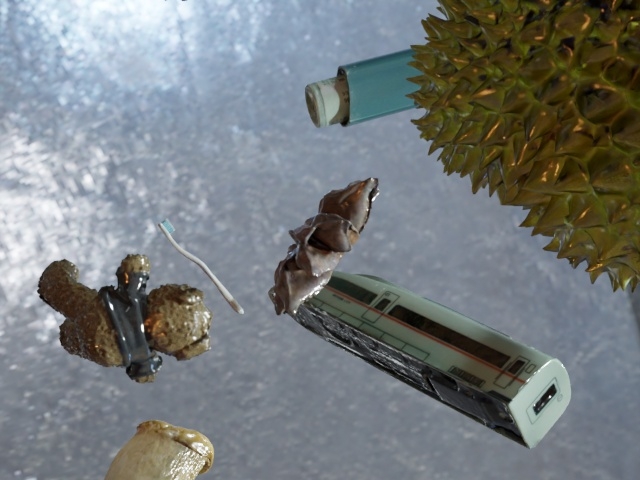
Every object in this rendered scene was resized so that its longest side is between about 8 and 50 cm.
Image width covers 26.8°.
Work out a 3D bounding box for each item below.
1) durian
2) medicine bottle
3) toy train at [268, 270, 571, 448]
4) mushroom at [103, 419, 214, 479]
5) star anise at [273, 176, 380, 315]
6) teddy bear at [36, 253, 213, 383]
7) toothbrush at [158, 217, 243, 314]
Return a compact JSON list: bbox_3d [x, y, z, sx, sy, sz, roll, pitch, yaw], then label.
[{"bbox_3d":[0.111,-0.061,0.497,0.159,0.198,0.146,44,70,-44],"label":"durian"},{"bbox_3d":[0.111,-0.198,1.826,0.079,0.258,0.124,-132,-149,-65],"label":"medicine bottle"},{"bbox_3d":[0.095,0.102,1.493,0.088,0.407,0.086,-47,132,-18],"label":"toy train"},{"bbox_3d":[-0.259,0.364,1.630,0.123,0.095,0.351,30,57,16],"label":"mushroom"},{"bbox_3d":[0.000,0.000,1.429,0.065,0.195,0.182,33,16,0],"label":"star anise"},{"bbox_3d":[-0.272,0.116,1.823,0.129,0.251,0.181,-62,145,-55],"label":"teddy bear"},{"bbox_3d":[-0.121,0.029,1.368,0.013,0.011,0.131,-44,110,-14],"label":"toothbrush"}]
